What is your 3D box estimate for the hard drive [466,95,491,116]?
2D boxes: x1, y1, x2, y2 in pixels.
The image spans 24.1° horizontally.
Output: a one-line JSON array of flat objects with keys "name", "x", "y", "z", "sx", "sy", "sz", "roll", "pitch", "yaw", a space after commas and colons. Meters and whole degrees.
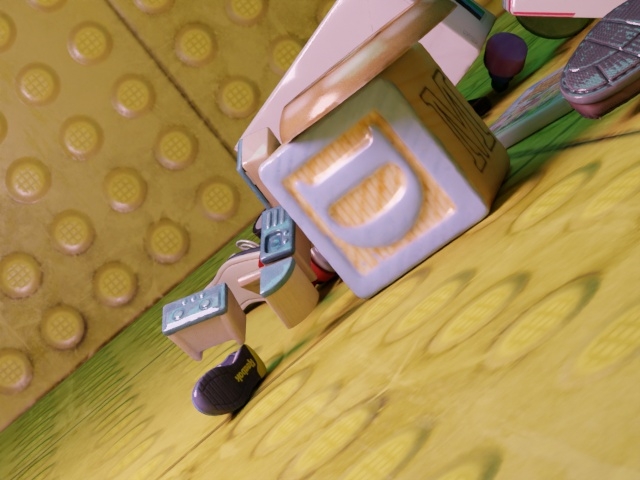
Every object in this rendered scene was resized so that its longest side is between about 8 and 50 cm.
[{"name": "hard drive", "x": 0.218, "y": -0.190, "z": 2.384, "sx": 0.094, "sy": 0.022, "sz": 0.135, "roll": -40, "pitch": 7, "yaw": -5}]

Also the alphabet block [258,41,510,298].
[{"name": "alphabet block", "x": 0.076, "y": -0.083, "z": 1.679, "sx": 0.192, "sy": 0.193, "sz": 0.197, "roll": -35, "pitch": 8, "yaw": 24}]

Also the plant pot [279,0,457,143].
[{"name": "plant pot", "x": 0.043, "y": -0.187, "z": 1.586, "sx": 0.236, "sy": 0.032, "sz": 0.236, "roll": -37, "pitch": 6, "yaw": 5}]

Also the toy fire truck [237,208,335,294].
[{"name": "toy fire truck", "x": 0.000, "y": 0.000, "z": 1.860, "sx": 0.217, "sy": 0.158, "sz": 0.246, "roll": -40, "pitch": 22, "yaw": 24}]

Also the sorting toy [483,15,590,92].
[{"name": "sorting toy", "x": 0.382, "y": -0.359, "z": 2.435, "sx": 0.365, "sy": 0.127, "sz": 0.126, "roll": -45, "pitch": -21, "yaw": -26}]

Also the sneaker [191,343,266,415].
[{"name": "sneaker", "x": -0.109, "y": 0.164, "z": 1.650, "sx": 0.059, "sy": 0.053, "sz": 0.144, "roll": -36, "pitch": -1, "yaw": 24}]

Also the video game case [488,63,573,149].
[{"name": "video game case", "x": 0.290, "y": -0.181, "z": 1.905, "sx": 0.193, "sy": 0.023, "sz": 0.212, "roll": -44, "pitch": 8, "yaw": -38}]

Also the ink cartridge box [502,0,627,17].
[{"name": "ink cartridge box", "x": 0.364, "y": -0.387, "z": 2.232, "sx": 0.172, "sy": 0.100, "sz": 0.237, "roll": 2, "pitch": 11, "yaw": 4}]

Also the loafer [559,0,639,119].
[{"name": "loafer", "x": 0.371, "y": -0.218, "z": 1.524, "sx": 0.302, "sy": 0.095, "sz": 0.109, "roll": -45, "pitch": 38, "yaw": -12}]

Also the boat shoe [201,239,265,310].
[{"name": "boat shoe", "x": -0.102, "y": 0.052, "z": 2.224, "sx": 0.079, "sy": 0.095, "sz": 0.254, "roll": -56, "pitch": 6, "yaw": -32}]

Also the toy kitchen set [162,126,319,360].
[{"name": "toy kitchen set", "x": -0.102, "y": 0.005, "z": 1.698, "sx": 0.166, "sy": 0.122, "sz": 0.207, "roll": -21, "pitch": 40, "yaw": 18}]

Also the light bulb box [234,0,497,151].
[{"name": "light bulb box", "x": 0.082, "y": -0.259, "z": 2.398, "sx": 0.358, "sy": 0.225, "sz": 0.361, "roll": -53, "pitch": 1, "yaw": 20}]
